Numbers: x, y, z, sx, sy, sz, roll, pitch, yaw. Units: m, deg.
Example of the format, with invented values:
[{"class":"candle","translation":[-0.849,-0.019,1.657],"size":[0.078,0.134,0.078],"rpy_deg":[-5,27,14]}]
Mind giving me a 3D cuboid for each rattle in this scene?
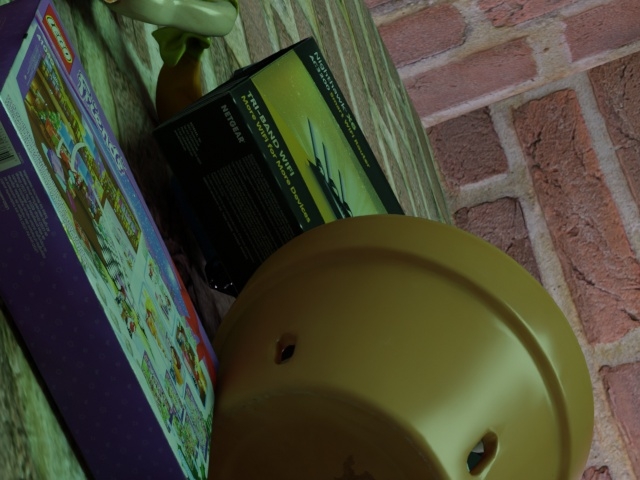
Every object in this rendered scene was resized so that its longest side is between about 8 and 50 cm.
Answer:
[{"class":"rattle","translation":[-0.162,-0.164,1.624],"size":[0.130,0.143,0.199],"rpy_deg":[40,20,12]}]

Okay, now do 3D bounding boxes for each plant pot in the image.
[{"class":"plant pot","translation":[0.030,0.150,1.398],"size":[0.291,0.291,0.203],"rpy_deg":[68,26,-13]}]

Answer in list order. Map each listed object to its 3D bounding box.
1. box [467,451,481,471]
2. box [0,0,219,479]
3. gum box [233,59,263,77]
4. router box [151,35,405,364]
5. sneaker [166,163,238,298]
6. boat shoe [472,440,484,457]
[{"class":"box","translation":[0.080,0.273,1.677],"size":[0.242,0.076,0.307],"rpy_deg":[33,29,-36]},{"class":"box","translation":[-0.146,0.012,1.222],"size":[0.201,0.057,0.293],"rpy_deg":[-89,158,-66]},{"class":"gum box","translation":[-0.047,-0.089,2.145],"size":[0.157,0.041,0.184],"rpy_deg":[-84,152,-71]},{"class":"router box","translation":[0.000,0.000,1.657],"size":[0.309,0.081,0.243],"rpy_deg":[62,21,-8]},{"class":"sneaker","translation":[-0.083,-0.008,1.674],"size":[0.152,0.058,0.085],"rpy_deg":[70,-3,-52]},{"class":"boat shoe","translation":[0.132,0.123,1.812],"size":[0.079,0.095,0.254],"rpy_deg":[31,7,-31]}]
